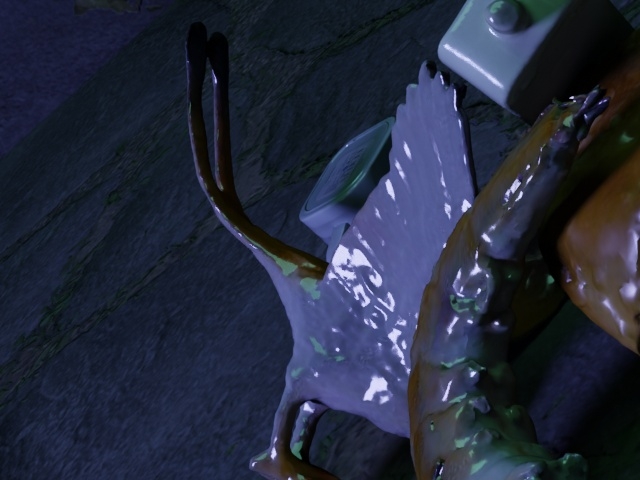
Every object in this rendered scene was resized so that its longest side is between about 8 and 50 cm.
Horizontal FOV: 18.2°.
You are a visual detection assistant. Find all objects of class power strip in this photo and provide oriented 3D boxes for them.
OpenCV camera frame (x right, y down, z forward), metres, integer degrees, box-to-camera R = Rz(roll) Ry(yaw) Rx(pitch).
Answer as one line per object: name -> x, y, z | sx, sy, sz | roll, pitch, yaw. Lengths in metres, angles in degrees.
power strip -> 0.154, -0.115, 1.284 | 0.091, 0.062, 0.385 | -55, -17, 7

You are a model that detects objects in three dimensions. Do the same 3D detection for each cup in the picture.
cup -> 0.057, 0.000, 1.442 | 0.095, 0.129, 0.128 | -29, 25, 53

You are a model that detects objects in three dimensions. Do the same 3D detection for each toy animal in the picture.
toy animal -> -0.004, 0.023, 1.308 | 0.284, 0.225, 0.302 | 14, 85, 29

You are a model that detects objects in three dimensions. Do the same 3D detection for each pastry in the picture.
pastry -> 0.263, -0.057, 1.122 | 0.311, 0.162, 0.255 | -34, 29, 49

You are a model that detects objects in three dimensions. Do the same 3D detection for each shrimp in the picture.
shrimp -> 0.108, 0.067, 1.119 | 0.185, 0.068, 0.287 | -9, 72, 62
